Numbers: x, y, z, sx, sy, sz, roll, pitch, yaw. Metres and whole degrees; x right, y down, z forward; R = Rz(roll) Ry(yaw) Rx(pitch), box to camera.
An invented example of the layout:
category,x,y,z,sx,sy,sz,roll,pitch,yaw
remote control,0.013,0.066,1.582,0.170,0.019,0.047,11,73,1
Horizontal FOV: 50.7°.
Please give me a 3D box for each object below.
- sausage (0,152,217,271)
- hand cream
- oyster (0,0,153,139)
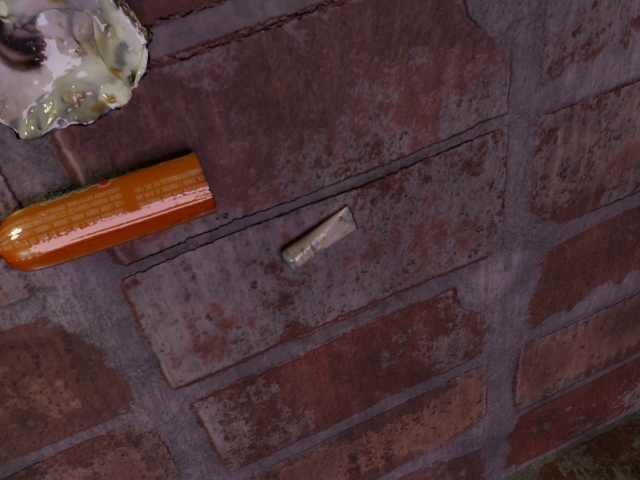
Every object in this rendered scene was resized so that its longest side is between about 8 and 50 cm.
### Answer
category,x,y,z,sx,sy,sz,roll,pitch,yaw
sausage,-0.302,-0.032,0.921,0.312,0.093,0.093,-19,133,-12
hand cream,0.000,0.000,1.152,0.143,0.039,0.061,-34,133,-6
oyster,-0.307,-0.225,0.765,0.223,0.083,0.214,-24,131,-2
